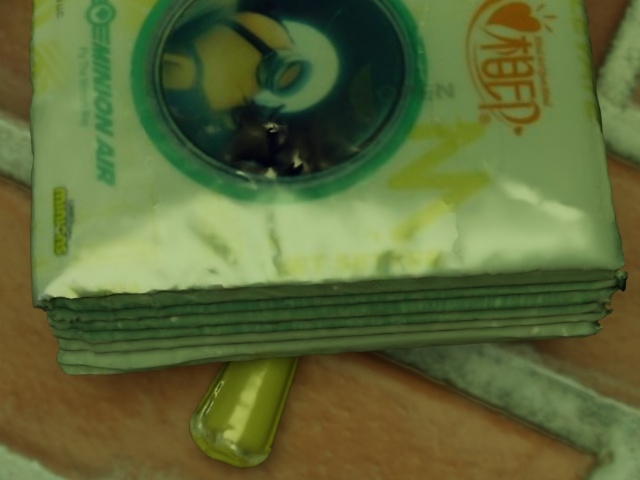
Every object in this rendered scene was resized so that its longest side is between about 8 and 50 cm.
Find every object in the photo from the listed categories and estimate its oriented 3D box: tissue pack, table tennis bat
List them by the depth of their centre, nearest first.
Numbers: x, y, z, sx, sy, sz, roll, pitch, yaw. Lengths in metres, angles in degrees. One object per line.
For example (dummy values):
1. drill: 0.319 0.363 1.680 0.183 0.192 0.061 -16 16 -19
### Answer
1. tissue pack: -0.003 -0.069 1.101 0.388 0.162 0.287 -4 69 -2
2. table tennis bat: 0.000 0.000 1.188 0.224 0.054 0.369 21 74 5
